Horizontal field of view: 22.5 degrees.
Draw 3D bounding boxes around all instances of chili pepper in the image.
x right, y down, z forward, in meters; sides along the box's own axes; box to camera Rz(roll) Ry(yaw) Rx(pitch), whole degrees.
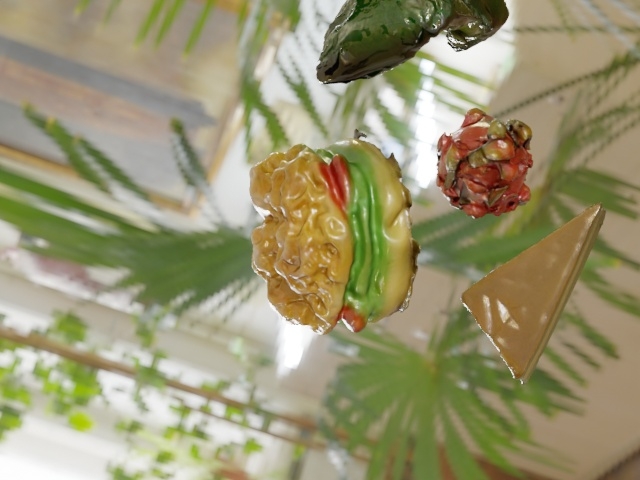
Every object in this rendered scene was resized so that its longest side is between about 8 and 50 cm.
[{"bbox_3d":[0.099,-0.240,1.631,0.148,0.116,0.264,-18,3,31],"label":"chili pepper"}]

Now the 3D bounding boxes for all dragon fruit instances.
[{"bbox_3d":[0.216,-0.103,2.072,0.208,0.133,0.150,100,176,-71],"label":"dragon fruit"}]

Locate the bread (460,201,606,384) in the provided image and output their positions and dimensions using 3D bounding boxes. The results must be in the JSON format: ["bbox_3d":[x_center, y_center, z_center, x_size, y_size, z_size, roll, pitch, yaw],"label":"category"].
[{"bbox_3d":[0.194,0.042,1.299,0.139,0.084,0.074,-35,-14,5],"label":"bread"}]

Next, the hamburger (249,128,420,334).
[{"bbox_3d":[0.000,0.000,1.791,0.237,0.149,0.237,169,90,-67],"label":"hamburger"}]
